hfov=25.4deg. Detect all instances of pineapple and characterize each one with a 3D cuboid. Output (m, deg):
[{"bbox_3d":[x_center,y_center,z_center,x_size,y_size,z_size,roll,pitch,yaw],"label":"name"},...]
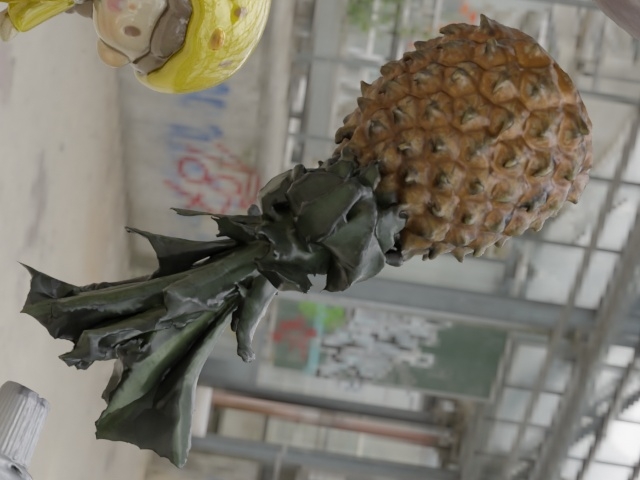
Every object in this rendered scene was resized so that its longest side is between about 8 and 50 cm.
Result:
[{"bbox_3d":[0.000,0.000,0.676,0.130,0.277,0.119,52,-15,32],"label":"pineapple"}]

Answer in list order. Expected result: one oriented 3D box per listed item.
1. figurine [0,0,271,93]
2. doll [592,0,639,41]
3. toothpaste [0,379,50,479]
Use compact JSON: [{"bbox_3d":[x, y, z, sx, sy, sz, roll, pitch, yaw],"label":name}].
[{"bbox_3d":[-0.218,-0.282,1.487,0.187,0.344,0.215,-94,-153,-50],"label":"figurine"},{"bbox_3d":[0.186,-0.179,0.542,0.287,0.151,0.150,112,-12,-68],"label":"doll"},{"bbox_3d":[-0.274,0.234,1.042,0.068,0.099,0.282,-50,-163,60],"label":"toothpaste"}]
